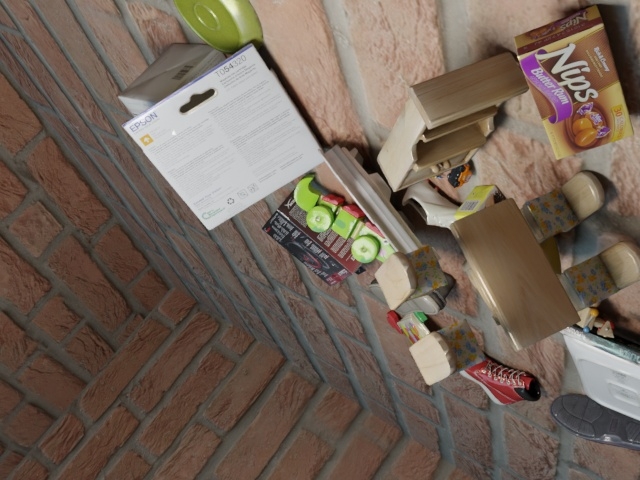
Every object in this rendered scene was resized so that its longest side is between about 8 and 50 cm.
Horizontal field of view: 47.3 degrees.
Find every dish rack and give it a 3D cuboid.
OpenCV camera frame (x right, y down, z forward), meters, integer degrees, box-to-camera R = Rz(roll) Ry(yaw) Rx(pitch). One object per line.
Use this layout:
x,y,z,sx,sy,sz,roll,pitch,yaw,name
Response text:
0.137,-0.062,1.562,0.333,0.072,0.285,50,-175,-29,dish rack

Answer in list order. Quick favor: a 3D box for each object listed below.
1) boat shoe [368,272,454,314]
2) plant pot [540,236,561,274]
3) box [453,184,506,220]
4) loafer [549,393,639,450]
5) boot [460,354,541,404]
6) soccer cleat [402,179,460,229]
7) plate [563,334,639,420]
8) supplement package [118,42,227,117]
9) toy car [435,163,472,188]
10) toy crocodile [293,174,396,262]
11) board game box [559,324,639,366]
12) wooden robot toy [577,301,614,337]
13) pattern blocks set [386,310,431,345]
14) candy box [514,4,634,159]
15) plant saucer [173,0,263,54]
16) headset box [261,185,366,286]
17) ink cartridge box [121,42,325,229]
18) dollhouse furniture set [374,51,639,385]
0.240,0.128,1.915,0.112,0.095,0.335,48,164,-16,boat shoe
0.367,0.009,1.314,0.134,0.095,0.134,5,178,0,plant pot
0.359,0.004,1.413,0.232,0.087,0.058,47,159,-24,box
0.706,0.461,1.781,0.302,0.109,0.095,7,147,51,loafer
0.479,0.351,1.980,0.244,0.088,0.176,42,153,-9,boot
0.257,-0.049,1.490,0.196,0.076,0.068,35,160,10,soccer cleat
0.679,0.324,1.610,0.277,0.045,0.278,19,152,44,plate
-0.287,-0.297,1.722,0.198,0.199,0.263,18,151,45,supplement package
0.250,-0.138,1.398,0.040,0.060,0.122,0,-163,-24,toy car
0.078,-0.040,1.801,0.340,0.105,0.115,34,-159,11,toy crocodile
0.572,0.203,1.460,0.186,0.026,0.126,23,-171,34,board game box
0.534,0.132,1.436,0.076,0.079,0.173,9,-171,-8,wooden robot toy
0.280,0.275,2.108,0.285,0.026,0.325,51,166,20,pattern blocks set
0.339,-0.205,0.971,0.109,0.053,0.187,-17,132,22,candy box
-0.222,-0.464,1.485,0.241,0.037,0.241,33,160,14,plant saucer
0.000,0.000,1.997,0.293,0.110,0.218,40,161,-3,headset box
-0.200,-0.224,1.589,0.330,0.324,0.071,55,-171,-35,ink cartridge box
0.268,-0.038,1.119,0.394,0.362,0.256,64,165,14,dollhouse furniture set
